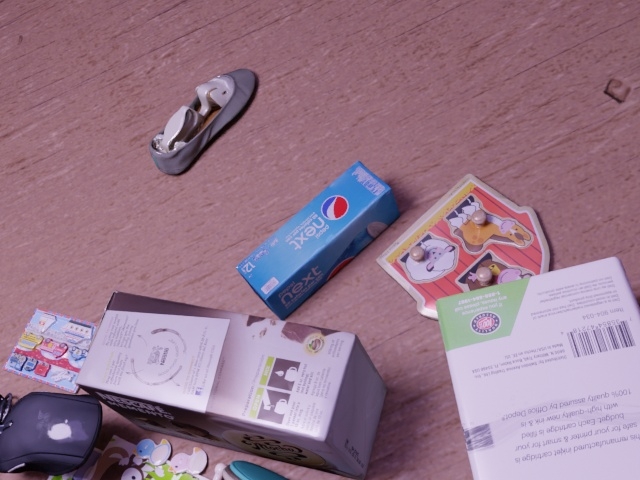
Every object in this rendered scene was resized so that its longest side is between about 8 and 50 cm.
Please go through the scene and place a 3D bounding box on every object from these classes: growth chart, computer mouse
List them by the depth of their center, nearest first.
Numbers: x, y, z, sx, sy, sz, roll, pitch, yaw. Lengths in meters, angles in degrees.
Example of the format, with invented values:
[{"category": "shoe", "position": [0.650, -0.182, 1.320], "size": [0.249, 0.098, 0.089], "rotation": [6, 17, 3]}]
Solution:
[{"category": "computer mouse", "position": [-0.367, 0.260, 0.934], "size": [0.262, 0.060, 0.184], "rotation": [-9, 57, 41]}, {"category": "growth chart", "position": [-0.234, 0.311, 0.938], "size": [0.237, 0.021, 0.172], "rotation": [5, 62, 20]}]

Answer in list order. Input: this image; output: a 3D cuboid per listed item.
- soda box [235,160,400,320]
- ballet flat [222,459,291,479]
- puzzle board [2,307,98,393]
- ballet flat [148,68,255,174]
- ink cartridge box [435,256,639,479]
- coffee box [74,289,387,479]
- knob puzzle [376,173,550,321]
[{"category": "soda box", "position": [0.000, 0.000, 1.014], "size": [0.210, 0.071, 0.067], "rotation": [-41, 58, -8]}, {"category": "ballet flat", "position": [-0.005, 0.311, 0.835], "size": [0.248, 0.086, 0.086], "rotation": [16, 67, 24]}, {"category": "puzzle board", "position": [-0.360, 0.146, 1.081], "size": [0.128, 0.011, 0.096], "rotation": [12, 65, 23]}, {"category": "ballet flat", "position": [-0.173, -0.190, 1.183], "size": [0.072, 0.068, 0.213], "rotation": [28, 72, 29]}, {"category": "ink cartridge box", "position": [0.245, 0.177, 0.805], "size": [0.198, 0.115, 0.273], "rotation": [-14, 57, 10]}, {"category": "coffee box", "position": [-0.094, 0.161, 0.893], "size": [0.297, 0.168, 0.119], "rotation": [8, 63, 21]}, {"category": "knob puzzle", "position": [0.189, 0.021, 0.966], "size": [0.213, 0.030, 0.213], "rotation": [-8, 59, 13]}]
